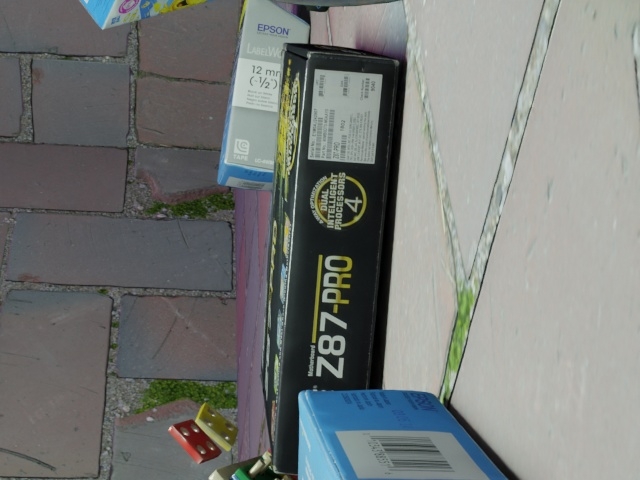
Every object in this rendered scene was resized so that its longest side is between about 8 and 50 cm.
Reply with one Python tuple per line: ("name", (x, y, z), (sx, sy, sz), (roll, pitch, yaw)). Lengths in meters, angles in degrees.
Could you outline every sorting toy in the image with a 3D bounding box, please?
("sorting toy", (-0.032, 0.250, 1.236), (0.046, 0.274, 0.132), (-49, -18, 13))

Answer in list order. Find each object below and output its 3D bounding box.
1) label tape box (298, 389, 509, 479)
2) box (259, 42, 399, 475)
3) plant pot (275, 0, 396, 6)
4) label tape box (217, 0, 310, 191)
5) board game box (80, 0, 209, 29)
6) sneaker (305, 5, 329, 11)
("label tape box", (0.040, 0.283, 0.808), (0.240, 0.106, 0.334), (-134, 46, -81))
("box", (0.000, 0.000, 1.287), (0.318, 0.097, 0.395), (-108, 22, -78))
("plant pot", (0.025, -0.235, 0.583), (0.255, 0.271, 0.272), (-34, -52, -80))
("label tape box", (-0.086, -0.266, 2.027), (0.249, 0.115, 0.348), (147, 133, -82))
("board game box", (-0.195, -0.486, 1.946), (0.086, 0.302, 0.308), (53, 138, 14))
("sneaker", (-0.015, -0.364, 1.601), (0.232, 0.081, 0.090), (-101, 20, -61))
